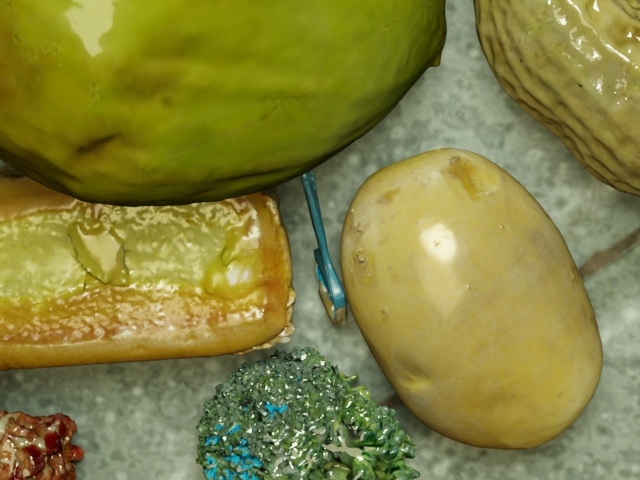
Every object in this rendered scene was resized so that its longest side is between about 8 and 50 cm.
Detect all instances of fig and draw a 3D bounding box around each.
[{"bbox_3d":[-0.084,-0.181,1.075,0.343,0.343,0.343,2,102,9],"label":"fig"}]

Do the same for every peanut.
[{"bbox_3d":[0.181,-0.124,1.102,0.233,0.197,0.110,42,89,0],"label":"peanut"}]

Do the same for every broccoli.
[{"bbox_3d":[-0.009,0.159,1.233,0.167,0.154,0.160,-23,137,13],"label":"broccoli"}]

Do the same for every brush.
[{"bbox_3d":[0.000,0.000,1.185,0.014,0.051,0.164,-19,139,-7],"label":"brush"}]

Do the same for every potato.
[{"bbox_3d":[0.103,0.048,1.184,0.150,0.146,0.234,-24,99,42],"label":"potato"}]

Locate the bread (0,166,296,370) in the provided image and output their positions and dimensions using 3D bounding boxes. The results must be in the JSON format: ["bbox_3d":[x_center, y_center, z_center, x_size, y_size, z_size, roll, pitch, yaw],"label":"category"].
[{"bbox_3d":[-0.159,0.014,1.223,0.288,0.119,0.152,-5,105,10],"label":"bread"}]

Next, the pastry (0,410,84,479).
[{"bbox_3d":[-0.291,0.185,1.288,0.209,0.097,0.115,-9,82,10],"label":"pastry"}]
